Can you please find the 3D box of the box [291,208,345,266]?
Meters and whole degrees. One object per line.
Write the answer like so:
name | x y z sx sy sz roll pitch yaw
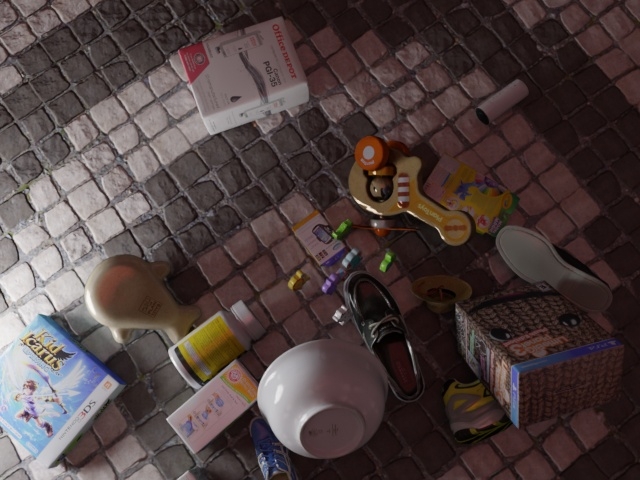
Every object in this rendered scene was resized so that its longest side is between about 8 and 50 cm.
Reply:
box | 0.000 0.000 1.619 0.081 0.028 0.136 -36 82 -7

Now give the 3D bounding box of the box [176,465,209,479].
box | -0.289 0.576 1.457 0.087 0.101 0.102 -39 79 -7

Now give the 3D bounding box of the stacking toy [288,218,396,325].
stacking toy | 0.051 0.071 1.533 0.167 0.052 0.221 37 85 30

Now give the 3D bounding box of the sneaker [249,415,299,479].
sneaker | -0.101 0.498 1.483 0.080 0.081 0.211 -27 77 -4

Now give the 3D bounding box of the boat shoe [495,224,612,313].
boat shoe | 0.557 0.066 1.571 0.302 0.091 0.114 40 108 7

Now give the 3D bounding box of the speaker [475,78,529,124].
speaker | 0.467 -0.357 1.678 0.136 0.055 0.055 -36 80 -7

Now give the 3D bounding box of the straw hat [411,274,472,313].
straw hat | 0.289 0.141 1.564 0.145 0.144 0.061 0 116 0

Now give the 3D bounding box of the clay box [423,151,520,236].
clay box | 0.369 -0.108 1.625 0.222 0.053 0.127 33 81 6

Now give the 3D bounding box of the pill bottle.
pill bottle | -0.238 0.238 1.521 0.208 0.119 0.119 -37 80 -7

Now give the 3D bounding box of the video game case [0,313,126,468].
video game case | -0.642 0.349 1.531 0.269 0.061 0.244 38 80 8

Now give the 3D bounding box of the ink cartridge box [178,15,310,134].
ink cartridge box | -0.191 -0.423 1.666 0.283 0.117 0.207 -20 78 -4

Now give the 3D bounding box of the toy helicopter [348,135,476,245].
toy helicopter | 0.207 -0.083 1.556 0.355 0.140 0.235 35 110 29

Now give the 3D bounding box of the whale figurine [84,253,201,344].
whale figurine | -0.426 0.146 1.555 0.272 0.141 0.216 30 79 -18

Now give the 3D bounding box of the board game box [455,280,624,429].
board game box | 0.459 0.234 1.406 0.232 0.291 0.141 -13 116 -10

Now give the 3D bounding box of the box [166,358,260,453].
box | -0.231 0.378 1.492 0.203 0.114 0.103 -40 80 -8

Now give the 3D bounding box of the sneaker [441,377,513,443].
sneaker | 0.461 0.327 1.489 0.385 0.145 0.147 -17 59 -12

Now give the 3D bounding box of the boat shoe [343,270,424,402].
boat shoe | 0.159 0.215 1.522 0.121 0.119 0.335 -27 79 -5

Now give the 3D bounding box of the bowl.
bowl | 0.016 0.370 1.404 0.298 0.134 0.297 -4 116 -8
